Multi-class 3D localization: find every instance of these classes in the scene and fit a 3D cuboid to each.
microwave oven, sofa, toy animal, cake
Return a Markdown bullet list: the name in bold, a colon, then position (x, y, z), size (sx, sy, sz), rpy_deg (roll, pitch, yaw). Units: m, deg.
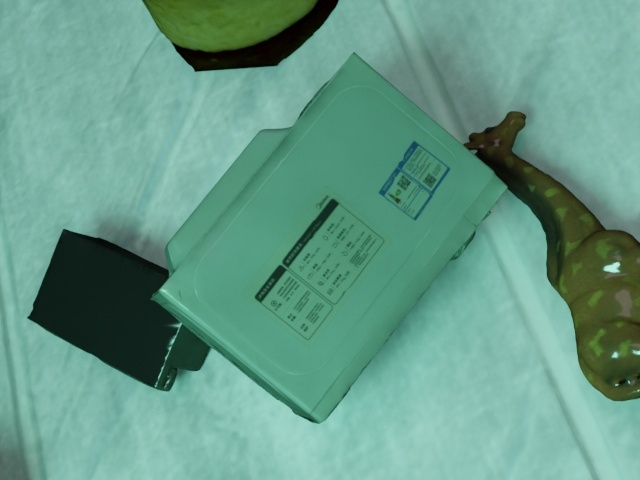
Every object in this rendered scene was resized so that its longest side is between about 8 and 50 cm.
- **microwave oven**: position (0.000, 0.000, 0.811), size (0.162, 0.122, 0.208), rpy_deg (40, 79, -4)
- **sofa**: position (-0.151, 0.055, 0.914), size (0.147, 0.060, 0.085), rpy_deg (22, 89, 29)
- **toy animal**: position (0.197, 0.003, 0.798), size (0.229, 0.066, 0.224), rpy_deg (1, 63, 27)
- **cake**: position (-0.088, -0.270, 0.991), size (0.185, 0.178, 0.208), rpy_deg (-27, 60, 5)
